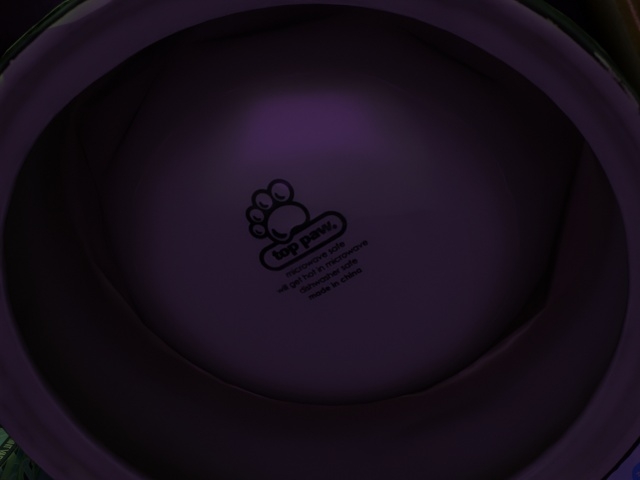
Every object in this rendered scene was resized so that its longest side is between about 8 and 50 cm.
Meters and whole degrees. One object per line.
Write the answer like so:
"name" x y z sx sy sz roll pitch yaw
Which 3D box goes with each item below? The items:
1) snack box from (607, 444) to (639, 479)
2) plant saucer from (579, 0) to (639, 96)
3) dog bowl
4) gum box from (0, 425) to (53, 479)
"snack box" 0.248 0.143 0.783 0.207 0.070 0.174 42 112 -7
"plant saucer" 0.253 -0.190 0.590 0.333 0.081 0.333 -16 109 37
"dog bowl" 0.000 0.000 0.702 0.408 0.150 0.408 2 122 4
"gum box" -0.216 0.221 0.864 0.041 0.157 0.184 1 112 12
